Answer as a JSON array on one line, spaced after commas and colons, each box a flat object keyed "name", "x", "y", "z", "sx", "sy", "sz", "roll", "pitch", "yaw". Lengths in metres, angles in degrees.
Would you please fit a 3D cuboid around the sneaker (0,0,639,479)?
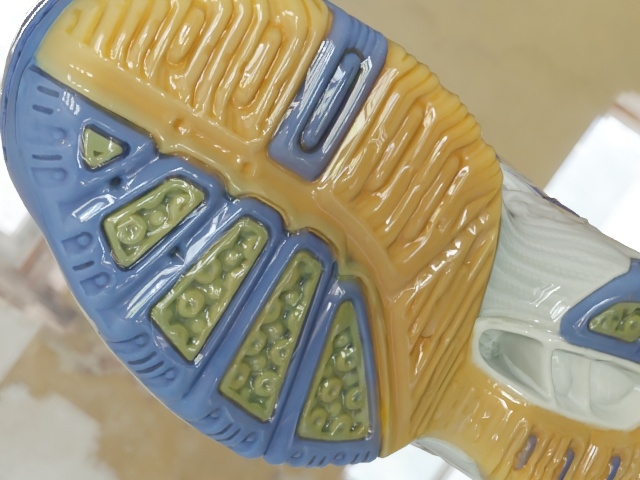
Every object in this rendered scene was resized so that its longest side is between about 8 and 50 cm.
[{"name": "sneaker", "x": 0.000, "y": 0.000, "z": 0.539, "sx": 0.131, "sy": 0.112, "sz": 0.296, "roll": 37, "pitch": 2, "yaw": 43}]
